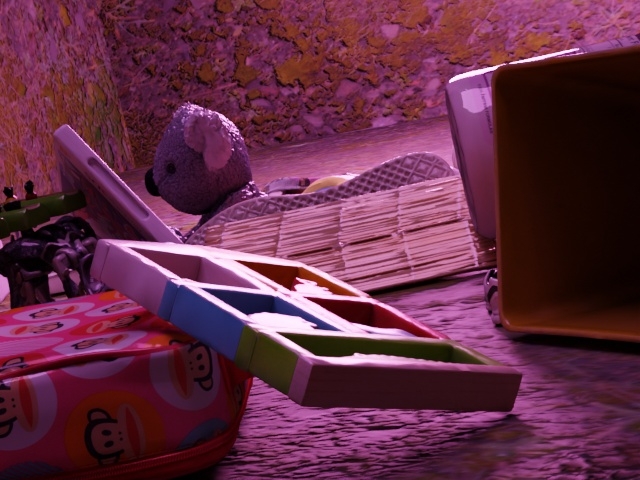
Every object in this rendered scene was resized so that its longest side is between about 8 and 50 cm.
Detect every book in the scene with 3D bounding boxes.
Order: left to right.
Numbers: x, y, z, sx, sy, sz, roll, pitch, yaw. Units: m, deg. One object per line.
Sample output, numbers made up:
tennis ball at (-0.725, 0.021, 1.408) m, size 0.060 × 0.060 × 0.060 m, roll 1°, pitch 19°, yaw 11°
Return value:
book at (-0.313, 0.045, 2.119) m, size 0.144 × 0.035 × 0.096 m, roll -15°, pitch 4°, yaw -4°

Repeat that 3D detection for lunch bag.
lunch bag at (-0.152, 0.101, 1.136) m, size 0.258 × 0.120 × 0.293 m, roll -12°, pitch 7°, yaw 4°

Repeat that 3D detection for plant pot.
plant pot at (0.272, -0.038, 1.181) m, size 0.187 × 0.212 × 0.212 m, roll -4°, pitch 2°, yaw -31°

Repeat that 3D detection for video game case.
video game case at (-0.219, -0.019, 1.658) m, size 0.023 × 0.183 × 0.201 m, roll -42°, pitch -10°, yaw -18°

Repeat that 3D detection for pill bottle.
pill bottle at (0.285, -0.112, 1.511) m, size 0.301 × 0.169 × 0.169 m, roll -12°, pitch 8°, yaw 3°

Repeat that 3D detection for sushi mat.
sushi mat at (0.027, 0.007, 1.611) m, size 0.316 × 0.019 × 0.151 m, roll -12°, pitch 44°, yaw 10°

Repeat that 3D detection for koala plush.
koala plush at (-0.129, -0.058, 1.835) m, size 0.203 × 0.221 × 0.196 m, roll -13°, pitch 8°, yaw -6°

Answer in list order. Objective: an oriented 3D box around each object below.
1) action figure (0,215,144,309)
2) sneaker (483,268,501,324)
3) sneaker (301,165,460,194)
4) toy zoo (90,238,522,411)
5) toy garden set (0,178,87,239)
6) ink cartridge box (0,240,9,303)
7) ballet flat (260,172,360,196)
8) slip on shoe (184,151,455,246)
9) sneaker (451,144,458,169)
action figure at (-0.264, 0.051, 1.612) m, size 0.164 × 0.141 × 0.275 m, roll -22°, pitch 19°, yaw -35°
sneaker at (0.160, 0.042, 1.327) m, size 0.040 × 0.044 × 0.109 m, roll -15°, pitch 6°, yaw 3°
sneaker at (0.069, -0.027, 1.882) m, size 0.240 × 0.091 × 0.126 m, roll -7°, pitch 28°, yaw 33°
toy zoo at (-0.028, 0.050, 1.064) m, size 0.192 × 0.030 × 0.293 m, roll 7°, pitch 12°, yaw -41°
toy garden set at (-0.393, -0.017, 1.560) m, size 0.203 × 0.049 × 0.244 m, roll -9°, pitch 10°, yaw 27°
ink cartridge box at (-0.517, 0.001, 2.039) m, size 0.129 × 0.223 × 0.307 m, roll -14°, pitch 8°, yaw -2°
ballet flat at (-0.024, -0.050, 2.198) m, size 0.221 × 0.077 × 0.079 m, roll -5°, pitch 31°, yaw 42°
slip on shoe at (0.000, 0.000, 1.715) m, size 0.331 × 0.123 × 0.101 m, roll -20°, pitch -29°, yaw 1°
sneaker at (0.339, -0.137, 1.961) m, size 0.366 × 0.135 × 0.150 m, roll -12°, pitch 5°, yaw 15°
